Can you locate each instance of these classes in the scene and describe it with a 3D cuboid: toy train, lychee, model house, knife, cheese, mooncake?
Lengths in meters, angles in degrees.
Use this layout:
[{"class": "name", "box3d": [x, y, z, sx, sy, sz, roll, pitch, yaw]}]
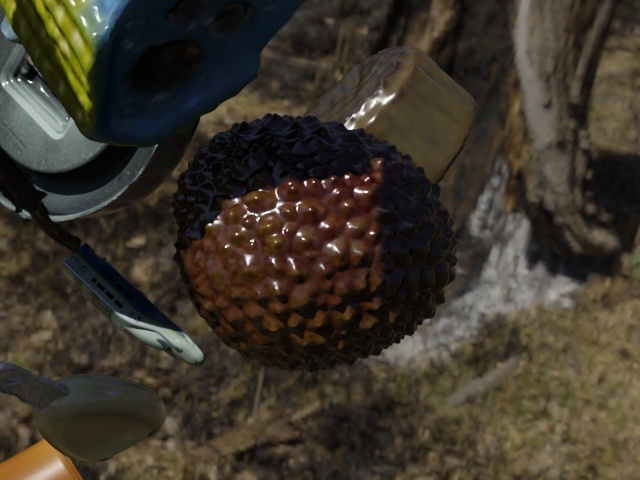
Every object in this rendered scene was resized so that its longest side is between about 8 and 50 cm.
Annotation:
[{"class": "toy train", "box3d": [-0.253, 0.100, 1.750, 0.234, 0.052, 0.051, 42, 63, 13]}, {"class": "lychee", "box3d": [0.000, 0.000, 1.234, 0.267, 0.267, 0.267, 9, 27, -5]}, {"class": "model house", "box3d": [-0.159, -0.244, 1.103, 0.215, 0.303, 0.237, -1, 49, -48]}, {"class": "knife", "box3d": [-0.286, -0.053, 1.220, 0.045, 0.222, 0.021, -31, 48, 11]}, {"class": "cheese", "box3d": [-0.272, 0.172, 1.372, 0.251, 0.127, 0.054, 39, 24, -57]}, {"class": "mooncake", "box3d": [0.076, -0.148, 1.845, 0.161, 0.290, 0.290, 43, 21, -16]}]

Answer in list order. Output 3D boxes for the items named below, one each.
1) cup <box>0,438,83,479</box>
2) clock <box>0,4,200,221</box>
[{"class": "cup", "box3d": [-0.420, 0.399, 1.699, 0.264, 0.226, 0.182, -32, 29, -14]}, {"class": "clock", "box3d": [-0.310, -0.212, 1.614, 0.386, 0.386, 0.076, 26, 14, 27]}]
